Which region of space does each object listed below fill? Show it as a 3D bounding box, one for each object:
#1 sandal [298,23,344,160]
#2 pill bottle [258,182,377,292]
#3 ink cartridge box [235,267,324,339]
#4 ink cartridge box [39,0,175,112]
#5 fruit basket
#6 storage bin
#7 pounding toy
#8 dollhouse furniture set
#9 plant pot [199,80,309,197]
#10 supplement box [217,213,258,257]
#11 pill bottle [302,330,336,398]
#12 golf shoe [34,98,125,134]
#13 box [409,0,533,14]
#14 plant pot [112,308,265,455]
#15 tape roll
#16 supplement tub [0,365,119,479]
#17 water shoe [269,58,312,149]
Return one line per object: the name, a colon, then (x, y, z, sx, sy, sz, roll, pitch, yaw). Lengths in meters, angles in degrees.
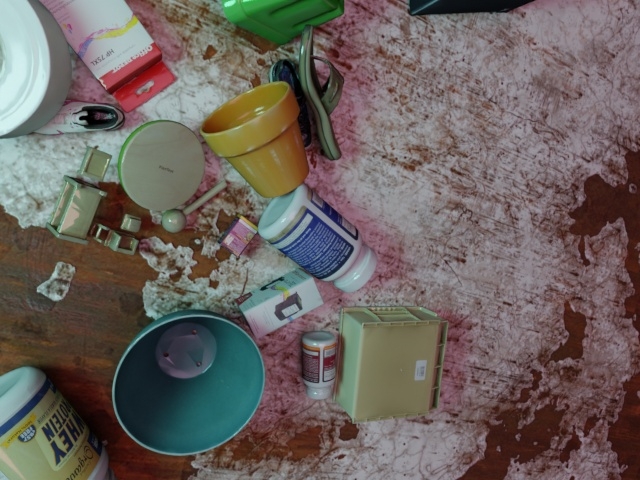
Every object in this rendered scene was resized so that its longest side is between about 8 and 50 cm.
sandal: (0.016, -0.321, 1.023, 0.086, 0.120, 0.303, -11, 129, 11)
pill bottle: (0.000, 0.000, 1.078, 0.264, 0.153, 0.153, 39, 85, -24)
ink cartridge box: (-0.097, 0.141, 1.084, 0.175, 0.127, 0.072, -27, 104, -15)
ink cartridge box: (-0.406, -0.384, 0.910, 0.134, 0.078, 0.231, -39, 109, -9)
fruit basket: (-0.154, -0.595, 0.911, 0.391, 0.283, 0.392, 4, 101, 23)
storage bin: (0.183, 0.314, 1.217, 0.260, 0.123, 0.262, 2, 98, -21)
pounding toy: (-0.334, -0.148, 0.979, 0.183, 0.110, 0.237, -50, 141, -17)
dollhouse furniture set: (-0.440, -0.083, 0.962, 0.161, 0.101, 0.182, 21, 91, -46)
plant pot: (-0.119, -0.202, 0.994, 0.205, 0.205, 0.188, -35, 125, -11)
supplement box: (-0.188, -0.011, 1.070, 0.055, 0.043, 0.083, 40, 84, -22)
pill bottle: (-0.004, 0.311, 1.168, 0.086, 0.086, 0.152, -2, 100, -19)
golf shoe: (-0.481, -0.242, 0.905, 0.186, 0.086, 0.068, -9, 103, -17)
box: (0.365, -0.747, 1.054, 0.293, 0.212, 0.396, -11, 103, -18)
plant pot: (-0.282, 0.270, 1.002, 0.290, 0.195, 0.290, -4, 101, -19)
tape roll: (-0.588, -0.316, 0.792, 0.286, 0.100, 0.286, -2, 103, -7)
supplement tub: (-0.568, 0.434, 0.911, 0.228, 0.228, 0.316, -32, 108, -12)
water shoe: (-0.064, -0.299, 1.045, 0.072, 0.080, 0.203, -23, 106, -14)
